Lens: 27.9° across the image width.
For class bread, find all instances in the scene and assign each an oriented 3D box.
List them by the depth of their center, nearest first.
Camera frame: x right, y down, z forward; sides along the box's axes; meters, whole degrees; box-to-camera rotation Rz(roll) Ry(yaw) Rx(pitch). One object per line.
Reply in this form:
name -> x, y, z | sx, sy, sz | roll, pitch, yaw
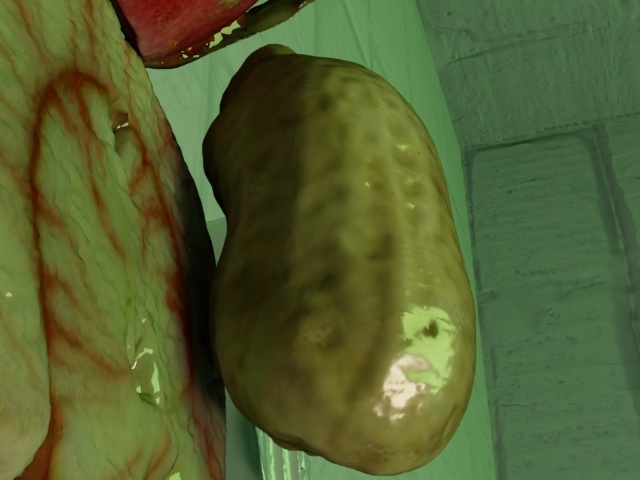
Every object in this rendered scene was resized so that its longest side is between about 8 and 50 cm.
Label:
bread -> -0.132, 0.010, 0.536 | 0.328, 0.114, 0.295 | 64, 16, -49

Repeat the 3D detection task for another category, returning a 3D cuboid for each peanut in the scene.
peanut -> 0.000, 0.000, 0.634 | 0.122, 0.137, 0.253 | 15, 54, -34

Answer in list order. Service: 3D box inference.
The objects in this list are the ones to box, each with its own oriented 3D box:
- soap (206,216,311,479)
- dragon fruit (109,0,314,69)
soap -> -0.064, 0.109, 0.823 | 0.145, 0.091, 0.230 | 61, 21, -63
dragon fruit -> -0.082, -0.251, 0.672 | 0.290, 0.189, 0.290 | 58, -7, 12
